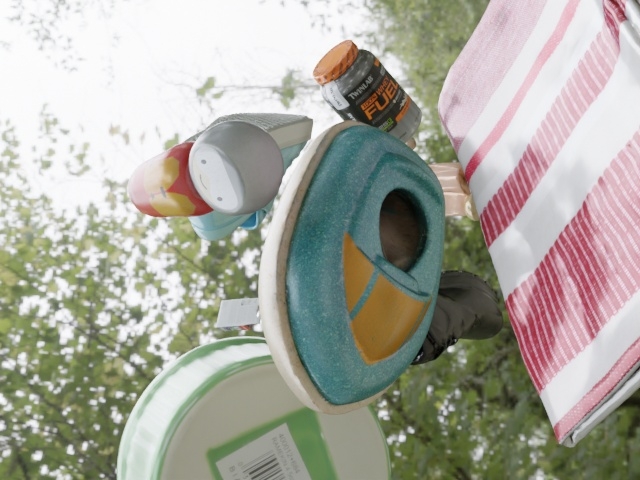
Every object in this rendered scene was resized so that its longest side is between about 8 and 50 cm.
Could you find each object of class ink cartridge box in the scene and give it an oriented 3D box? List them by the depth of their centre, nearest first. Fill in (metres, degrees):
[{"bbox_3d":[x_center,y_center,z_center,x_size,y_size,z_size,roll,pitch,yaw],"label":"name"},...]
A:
[{"bbox_3d":[-0.161,0.155,1.681,0.029,0.115,0.063,42,-131,-48],"label":"ink cartridge box"}]

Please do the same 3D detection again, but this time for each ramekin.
[{"bbox_3d":[-0.067,0.263,0.908,0.303,0.148,0.304,2,-96,-21],"label":"ramekin"}]

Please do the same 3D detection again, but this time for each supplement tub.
[{"bbox_3d":[0.080,-0.250,1.406,0.190,0.117,0.117,43,-130,-26],"label":"supplement tub"}]

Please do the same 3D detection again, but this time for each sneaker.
[{"bbox_3d":[0.130,0.099,0.998,0.286,0.109,0.130,17,-135,-38],"label":"sneaker"},{"bbox_3d":[-0.111,-0.102,1.206,0.366,0.135,0.150,-41,-43,-61],"label":"sneaker"}]

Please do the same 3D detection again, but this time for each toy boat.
[{"bbox_3d":[0.000,0.000,0.673,0.318,0.148,0.268,27,-114,-39],"label":"toy boat"}]

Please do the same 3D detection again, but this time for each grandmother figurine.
[{"bbox_3d":[0.159,-0.105,1.604,0.104,0.342,0.208,31,-117,-52],"label":"grandmother figurine"}]

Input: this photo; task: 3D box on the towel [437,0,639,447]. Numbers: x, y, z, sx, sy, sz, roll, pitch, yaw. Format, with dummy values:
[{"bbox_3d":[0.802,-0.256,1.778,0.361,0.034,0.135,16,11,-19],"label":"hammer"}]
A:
[{"bbox_3d":[0.162,-0.062,0.547,0.237,0.037,0.329,110,157,-48],"label":"towel"}]
